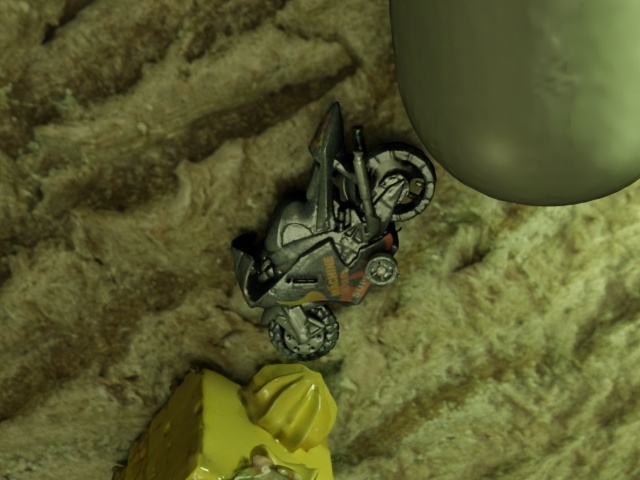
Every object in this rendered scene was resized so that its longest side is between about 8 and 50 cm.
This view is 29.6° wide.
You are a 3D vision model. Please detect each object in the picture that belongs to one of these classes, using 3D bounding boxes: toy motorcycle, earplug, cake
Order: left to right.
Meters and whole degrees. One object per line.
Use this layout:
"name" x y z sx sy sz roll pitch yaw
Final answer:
"cake" -0.103 0.294 1.461 0.222 0.227 0.286 28 116 -21
"toy motorcycle" 0.000 0.000 1.373 0.173 0.108 0.307 27 112 -10
"earplug" 0.219 -0.229 1.139 0.312 0.313 0.394 -6 120 1
